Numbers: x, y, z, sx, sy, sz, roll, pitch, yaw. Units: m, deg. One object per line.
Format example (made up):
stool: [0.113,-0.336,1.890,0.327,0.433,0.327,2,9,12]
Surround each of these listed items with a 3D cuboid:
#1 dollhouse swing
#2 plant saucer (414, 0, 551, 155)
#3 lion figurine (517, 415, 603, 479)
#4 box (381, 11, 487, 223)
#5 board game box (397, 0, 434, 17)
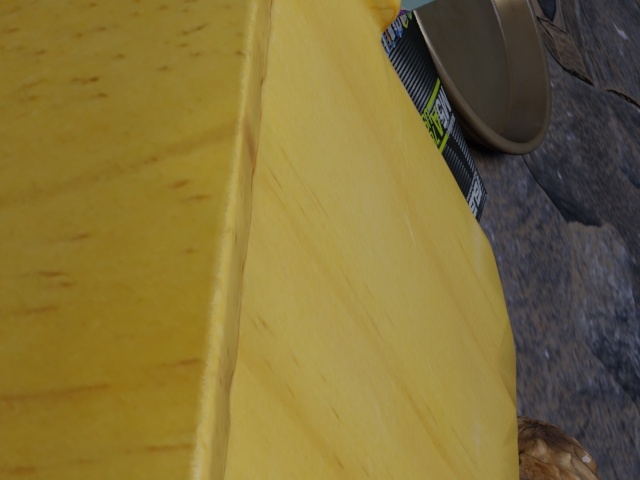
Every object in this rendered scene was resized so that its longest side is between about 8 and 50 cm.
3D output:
dollhouse swing: [-0.085,0.059,0.550,0.305,0.315,0.347,76,14,-53]
plant saucer: [0.114,-0.198,1.196,0.278,0.041,0.278,37,43,-45]
lion figurine: [0.065,0.195,0.726,0.392,0.142,0.240,29,60,-63]
box: [0.056,-0.072,0.974,0.184,0.045,0.191,65,21,-15]
board game box: [-0.009,-0.200,0.739,0.144,0.275,0.142,31,47,-50]
